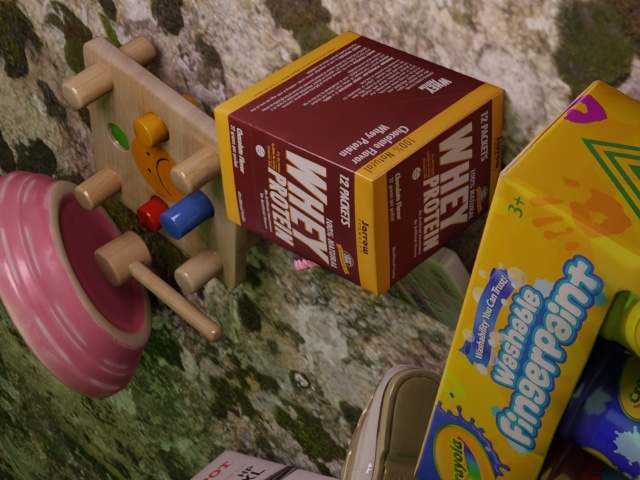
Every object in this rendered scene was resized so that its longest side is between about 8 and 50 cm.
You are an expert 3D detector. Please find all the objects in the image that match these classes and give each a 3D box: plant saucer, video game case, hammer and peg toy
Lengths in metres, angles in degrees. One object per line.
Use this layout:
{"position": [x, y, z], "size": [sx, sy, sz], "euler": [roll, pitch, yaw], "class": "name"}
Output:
{"position": [-0.328, 0.048, 1.772], "size": [0.084, 0.332, 0.332], "euler": [-26, 103, 13], "class": "plant saucer"}
{"position": [0.090, 0.030, 1.348], "size": [0.193, 0.023, 0.212], "euler": [27, 166, 34], "class": "video game case"}
{"position": [-0.180, -0.053, 1.595], "size": [0.266, 0.127, 0.361], "euler": [37, 147, 23], "class": "hammer and peg toy"}

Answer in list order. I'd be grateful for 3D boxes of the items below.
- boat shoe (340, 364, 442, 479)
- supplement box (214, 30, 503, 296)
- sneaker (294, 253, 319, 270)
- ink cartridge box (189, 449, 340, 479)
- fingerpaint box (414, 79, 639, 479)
{"position": [0.078, 0.294, 1.507], "size": [0.113, 0.302, 0.103], "euler": [18, 175, -13], "class": "boat shoe"}
{"position": [0.039, -0.079, 1.229], "size": [0.194, 0.191, 0.129], "euler": [26, 136, 34], "class": "supplement box"}
{"position": [0.000, 0.000, 1.500], "size": [0.119, 0.047, 0.057], "euler": [-13, 99, 54], "class": "sneaker"}
{"position": [-0.084, 0.461, 1.813], "size": [0.395, 0.285, 0.166], "euler": [3, 121, 50], "class": "ink cartridge box"}
{"position": [0.299, 0.146, 1.125], "size": [0.371, 0.163, 0.445], "euler": [34, 143, 20], "class": "fingerpaint box"}
